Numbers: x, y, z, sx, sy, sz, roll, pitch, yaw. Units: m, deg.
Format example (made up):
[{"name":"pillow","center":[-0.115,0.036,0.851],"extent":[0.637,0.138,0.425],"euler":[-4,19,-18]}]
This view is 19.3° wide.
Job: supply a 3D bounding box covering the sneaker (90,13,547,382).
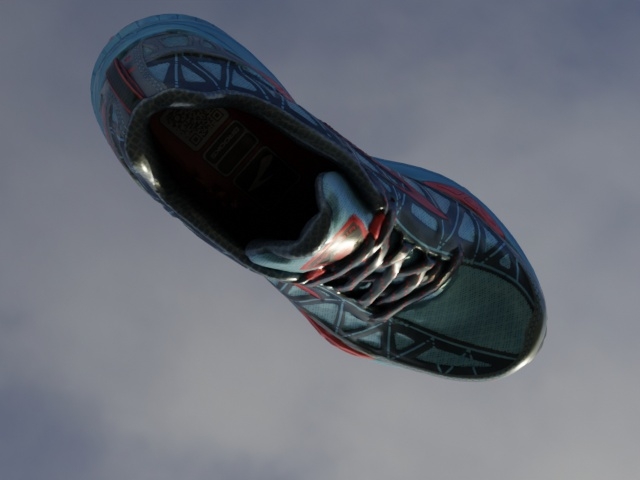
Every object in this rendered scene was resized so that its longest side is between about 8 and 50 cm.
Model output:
[{"name":"sneaker","center":[0.000,0.000,0.892],"extent":[0.262,0.125,0.104],"euler":[32,-78,-14]}]
